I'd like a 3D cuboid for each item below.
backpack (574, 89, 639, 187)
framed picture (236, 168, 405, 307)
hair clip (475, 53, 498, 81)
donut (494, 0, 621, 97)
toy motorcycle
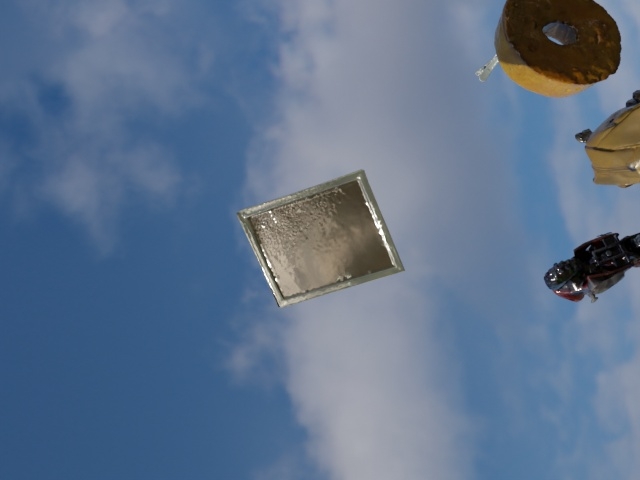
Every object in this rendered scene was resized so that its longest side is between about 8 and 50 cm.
[{"bbox_3d":[0.716,-0.227,2.041,0.353,0.378,0.201,-26,-85,-51],"label":"backpack"},{"bbox_3d":[0.000,0.000,1.730,0.197,0.252,0.014,66,-157,-15],"label":"framed picture"},{"bbox_3d":[0.419,-0.428,2.387,0.030,0.115,0.039,25,-143,-20],"label":"hair clip"},{"bbox_3d":[0.501,-0.424,2.143,0.278,0.108,0.277,6,-115,-13],"label":"donut"},{"bbox_3d":[0.457,0.042,1.592,0.122,0.213,0.082,78,171,-69],"label":"toy motorcycle"}]
